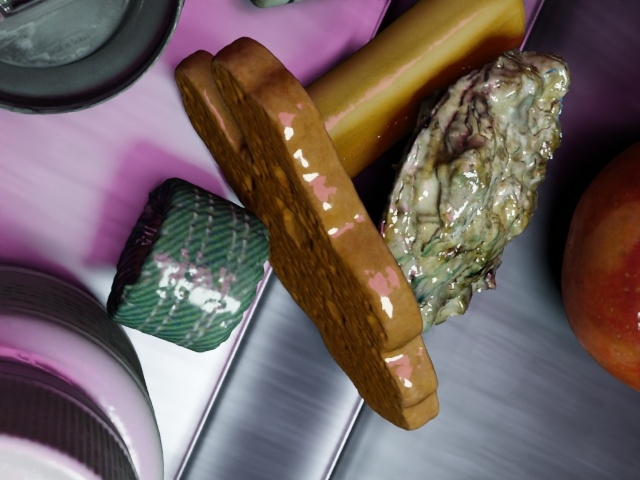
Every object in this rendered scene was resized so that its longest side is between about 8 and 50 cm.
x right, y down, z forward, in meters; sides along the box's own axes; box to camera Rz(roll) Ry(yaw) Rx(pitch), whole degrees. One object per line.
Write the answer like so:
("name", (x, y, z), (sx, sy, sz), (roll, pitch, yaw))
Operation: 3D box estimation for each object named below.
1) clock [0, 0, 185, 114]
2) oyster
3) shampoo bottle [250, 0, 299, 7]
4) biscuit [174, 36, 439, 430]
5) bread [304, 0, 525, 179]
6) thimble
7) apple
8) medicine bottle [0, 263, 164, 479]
("clock", (-0.201, -0.199, 0.556), (0.226, 0.049, 0.226), (1, 119, 1))
("oyster", (0.130, -0.039, 0.690), (0.198, 0.092, 0.259), (21, 89, -58))
("shampoo bottle", (0.063, -0.254, 0.657), (0.262, 0.085, 0.085), (-16, 104, -15))
("biscuit", (0.000, 0.000, 0.622), (0.047, 0.202, 0.334), (-33, 106, -17))
("bread", (0.064, -0.137, 0.682), (0.239, 0.074, 0.092), (-38, 148, -7))
("thimble", (-0.103, 0.019, 0.627), (0.090, 0.135, 0.118), (26, 96, -21))
("apple", (0.347, 0.016, 0.736), (0.251, 0.206, 0.272), (35, 86, -9))
("medicine bottle", (-0.222, 0.156, 0.525), (0.241, 0.302, 0.241), (-3, 101, -17))
